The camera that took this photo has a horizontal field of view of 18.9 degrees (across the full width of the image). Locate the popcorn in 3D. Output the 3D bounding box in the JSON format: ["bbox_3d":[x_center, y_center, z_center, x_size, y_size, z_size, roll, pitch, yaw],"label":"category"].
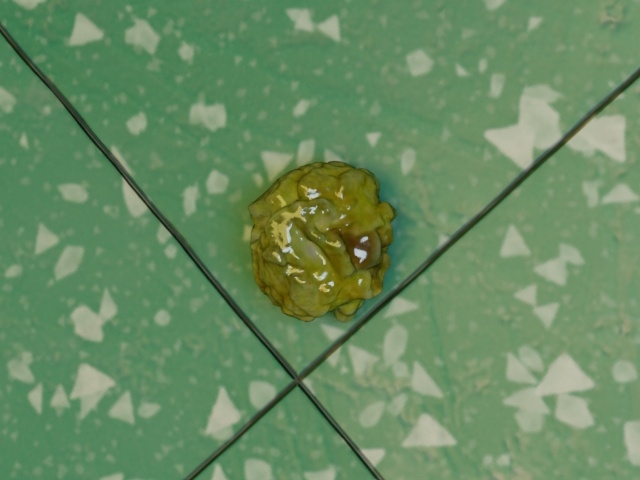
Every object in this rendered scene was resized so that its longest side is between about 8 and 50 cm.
[{"bbox_3d":[0.000,0.000,1.415,0.120,0.106,0.116,-45,70,10],"label":"popcorn"}]
